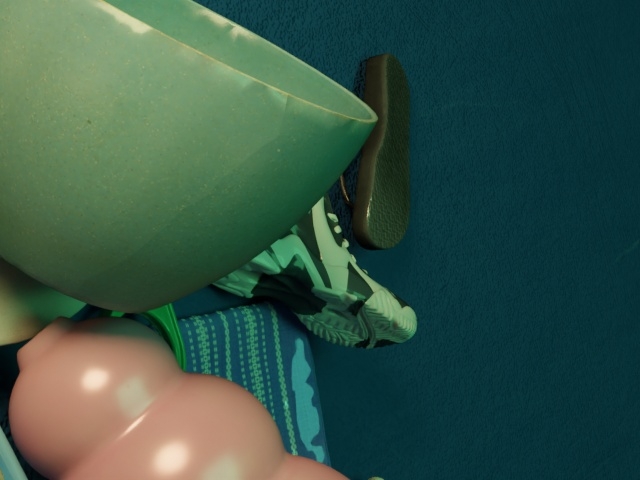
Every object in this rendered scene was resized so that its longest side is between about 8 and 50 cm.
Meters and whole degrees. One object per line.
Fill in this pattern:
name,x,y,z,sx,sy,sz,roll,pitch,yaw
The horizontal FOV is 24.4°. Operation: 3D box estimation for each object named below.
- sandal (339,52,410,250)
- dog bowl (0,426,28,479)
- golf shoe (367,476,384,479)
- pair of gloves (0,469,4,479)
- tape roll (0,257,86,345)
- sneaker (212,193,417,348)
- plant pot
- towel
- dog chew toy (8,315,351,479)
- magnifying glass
sandal,0.058,-0.089,1.594,0.097,0.054,0.254,56,31,-43
dog bowl,-0.259,0.223,1.028,0.166,0.074,0.297,-46,120,-50
golf shoe,0.087,0.316,1.521,0.176,0.069,0.086,59,34,-30
pair of gloves,-0.280,0.232,0.923,0.240,0.042,0.204,-28,112,-13
tape roll,-0.279,-0.112,1.081,0.392,0.072,0.392,17,68,-52
sneaker,0.000,0.000,1.411,0.235,0.094,0.153,22,58,-22
plant pot,-0.134,-0.067,1.018,0.290,0.290,0.195,14,108,-54
towel,-0.094,0.186,1.308,0.336,0.040,0.243,-9,89,-56
dog chew toy,-0.096,0.193,1.073,0.332,0.206,0.206,49,40,-4
magnifying glass,-0.152,0.035,1.248,0.092,0.026,0.231,24,57,-45
